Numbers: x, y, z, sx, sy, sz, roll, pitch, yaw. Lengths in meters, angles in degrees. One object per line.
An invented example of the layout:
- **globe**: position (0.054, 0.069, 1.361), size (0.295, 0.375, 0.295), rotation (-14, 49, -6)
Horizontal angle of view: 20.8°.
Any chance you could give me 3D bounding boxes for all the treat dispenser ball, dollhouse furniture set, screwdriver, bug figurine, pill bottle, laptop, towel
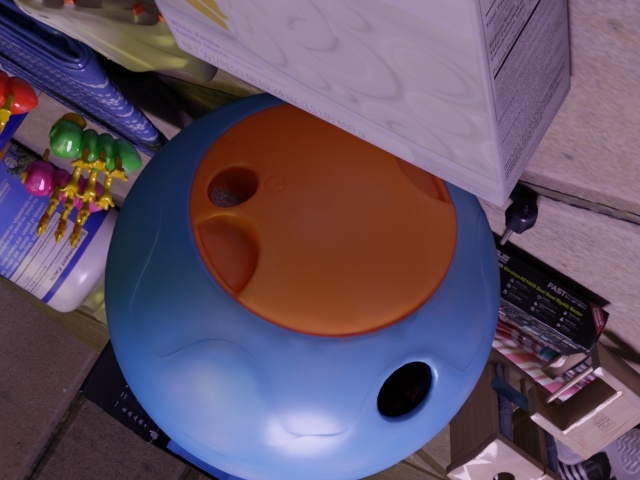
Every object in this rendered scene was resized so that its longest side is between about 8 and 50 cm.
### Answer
- **treat dispenser ball**: position (-0.013, 0.034, 1.267), size (0.288, 0.288, 0.288), rotation (30, 168, 7)
- **dollhouse furniture set**: position (0.223, 0.156, 1.590), size (0.129, 0.183, 0.129), rotation (37, -150, -23)
- **screwdriver**: position (0.147, -0.013, 1.348), size (0.025, 0.024, 0.170), rotation (60, 175, 3)
- **bug figurine**: position (-0.287, -0.086, 1.652), size (0.216, 0.072, 0.279), rotation (23, 154, -13)
- **pill bottle**: position (-0.342, -0.005, 2.212), size (0.272, 0.152, 0.152), rotation (33, 168, -10)
- **laptop**: position (-0.130, 0.160, 2.161), size (0.136, 0.234, 0.264), rotation (21, 164, 35)
- **towel**: position (-0.244, -0.165, 1.536), size (0.243, 0.040, 0.336), rotation (32, 175, 16)
- **towel**: position (0.184, 0.108, 1.694), size (0.197, 0.029, 0.144), rotation (33, 168, -10)

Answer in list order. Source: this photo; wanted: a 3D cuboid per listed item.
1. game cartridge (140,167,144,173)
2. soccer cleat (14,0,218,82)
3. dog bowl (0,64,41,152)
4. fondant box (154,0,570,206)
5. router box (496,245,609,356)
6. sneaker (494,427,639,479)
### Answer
- **game cartridge**: position (0.000, 0.000, 1.549), size (0.294, 0.060, 0.196), rotation (33, 160, -26)
- **soccer cleat**: position (-0.161, -0.167, 1.331), size (0.196, 0.068, 0.076), rotation (20, 143, 33)
- **dog bowl**: position (-0.424, -0.188, 1.798), size (0.265, 0.104, 0.265), rotation (29, 168, 7)
- **fondant box**: position (0.005, -0.161, 0.916), size (0.238, 0.096, 0.330), rotation (27, 166, 17)
- **router box**: position (0.173, 0.050, 1.455), size (0.122, 0.038, 0.092), rotation (31, 172, 0)
- **sneaker**: position (0.330, 0.284, 1.806), size (0.210, 0.137, 0.366), rotation (39, 170, -35)
